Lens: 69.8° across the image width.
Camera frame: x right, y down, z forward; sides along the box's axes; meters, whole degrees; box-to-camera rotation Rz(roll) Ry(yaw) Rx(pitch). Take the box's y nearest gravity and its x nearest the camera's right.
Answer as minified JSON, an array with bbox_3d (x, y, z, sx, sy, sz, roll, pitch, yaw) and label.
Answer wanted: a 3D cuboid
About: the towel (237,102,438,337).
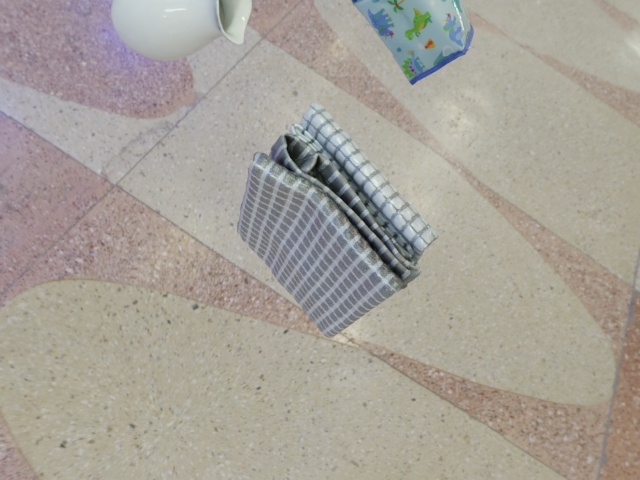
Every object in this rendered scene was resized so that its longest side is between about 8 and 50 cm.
[{"bbox_3d":[0.000,0.000,0.616,0.121,0.283,0.235,-36,81,-25],"label":"towel"}]

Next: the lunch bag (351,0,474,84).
[{"bbox_3d":[0.119,-0.286,0.548,0.129,0.096,0.151,45,51,-25],"label":"lunch bag"}]

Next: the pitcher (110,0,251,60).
[{"bbox_3d":[-0.199,-0.362,0.703,0.207,0.125,0.177,4,53,24],"label":"pitcher"}]
